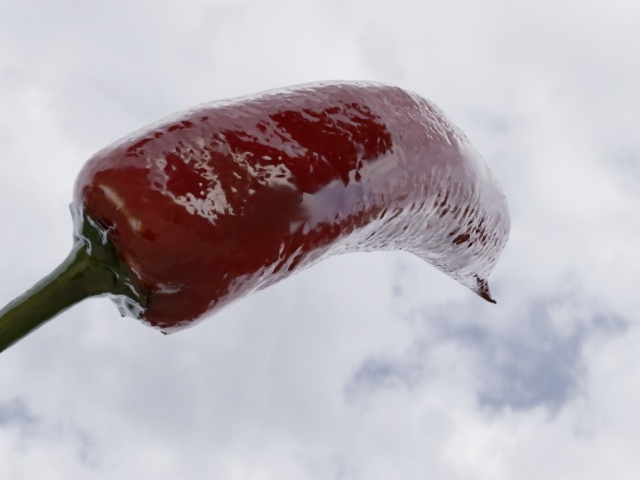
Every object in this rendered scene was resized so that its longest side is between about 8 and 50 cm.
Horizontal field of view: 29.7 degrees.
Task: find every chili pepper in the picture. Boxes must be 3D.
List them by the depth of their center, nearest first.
[{"bbox_3d":[0.005,-0.006,0.554,0.092,0.368,0.137,31,-66,37],"label":"chili pepper"}]
